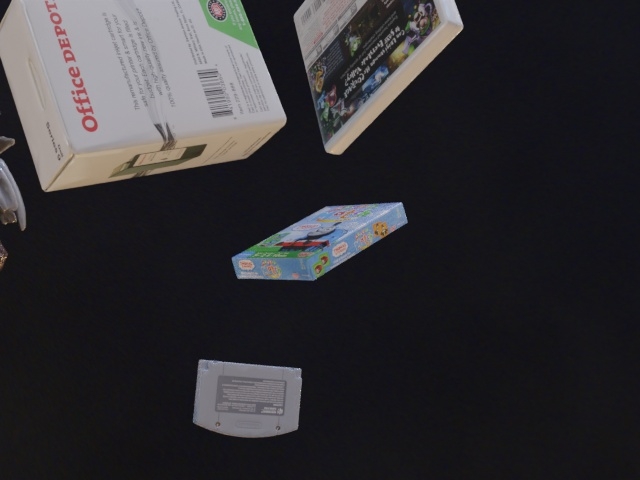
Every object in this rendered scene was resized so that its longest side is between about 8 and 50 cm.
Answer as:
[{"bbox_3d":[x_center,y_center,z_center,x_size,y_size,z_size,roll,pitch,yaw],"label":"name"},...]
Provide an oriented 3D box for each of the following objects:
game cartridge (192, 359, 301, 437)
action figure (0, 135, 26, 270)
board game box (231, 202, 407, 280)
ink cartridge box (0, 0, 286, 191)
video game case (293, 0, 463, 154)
[{"bbox_3d":[-0.055,0.121,0.741,0.083,0.017,0.056,9,-103,-24],"label":"game cartridge"},{"bbox_3d":[-0.253,0.030,0.547,0.099,0.185,0.285,35,-138,-18],"label":"action figure"},{"bbox_3d":[0.000,0.000,1.421,0.211,0.160,0.039,-29,-71,-41],"label":"board game box"},{"bbox_3d":[-0.217,-0.194,1.178,0.289,0.121,0.211,-13,-102,-36],"label":"ink cartridge box"},{"bbox_3d":[0.045,-0.201,0.896,0.022,0.190,0.173,9,-125,-33],"label":"video game case"}]
